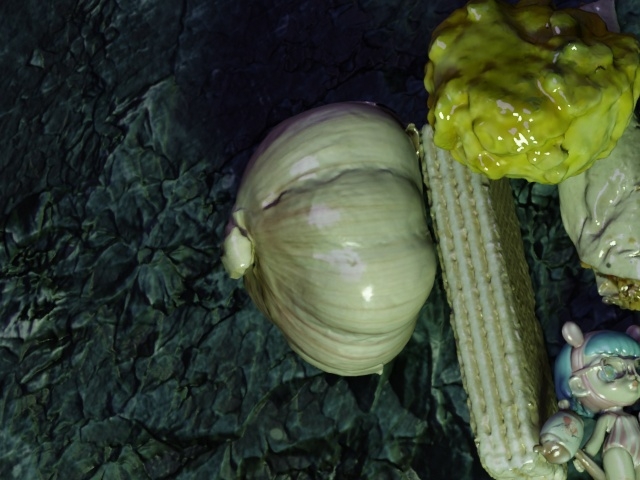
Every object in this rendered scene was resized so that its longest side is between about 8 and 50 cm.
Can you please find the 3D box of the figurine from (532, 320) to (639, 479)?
[{"bbox_3d":[0.298,0.215,1.968,0.103,0.205,0.260,138,128,-59],"label":"figurine"}]

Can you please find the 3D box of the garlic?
[{"bbox_3d":[0.016,0.000,2.093,0.241,0.322,0.322,-2,72,9],"label":"garlic"}]

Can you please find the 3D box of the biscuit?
[{"bbox_3d":[0.194,0.072,2.065,0.078,0.144,0.426,-17,65,18],"label":"biscuit"}]

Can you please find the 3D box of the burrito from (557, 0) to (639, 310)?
[{"bbox_3d":[0.318,-0.098,2.099,0.117,0.076,0.392,-20,64,26],"label":"burrito"}]

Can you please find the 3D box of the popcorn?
[{"bbox_3d":[0.230,-0.165,2.015,0.233,0.192,0.266,11,41,16],"label":"popcorn"}]
